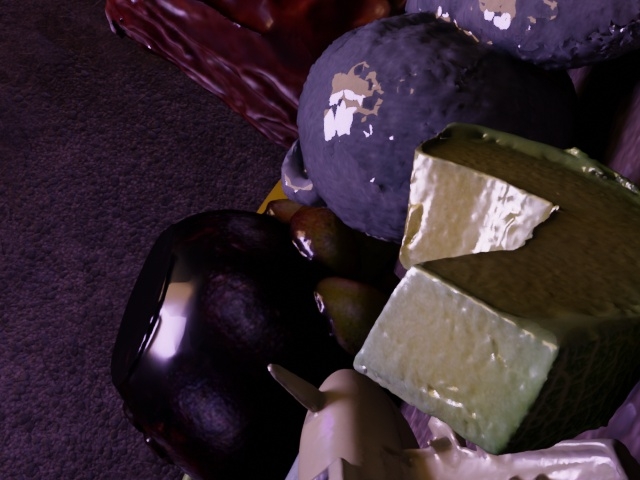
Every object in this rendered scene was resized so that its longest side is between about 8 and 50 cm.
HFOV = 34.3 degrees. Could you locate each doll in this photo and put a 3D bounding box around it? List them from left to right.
[{"bbox_3d":[0.130,-0.131,0.616,0.340,0.158,0.246,-52,34,-4],"label":"doll"}]

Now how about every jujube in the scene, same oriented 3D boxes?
[{"bbox_3d":[0.001,-0.163,0.820,0.216,0.342,0.216,-161,90,-89],"label":"jujube"}]

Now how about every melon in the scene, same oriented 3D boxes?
[{"bbox_3d":[0.077,0.013,0.404,0.209,0.118,0.064,-46,-31,-64],"label":"melon"}]

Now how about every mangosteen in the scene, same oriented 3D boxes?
[{"bbox_3d":[-0.047,0.075,0.894,0.287,0.233,0.288,-156,90,-81],"label":"mangosteen"}]

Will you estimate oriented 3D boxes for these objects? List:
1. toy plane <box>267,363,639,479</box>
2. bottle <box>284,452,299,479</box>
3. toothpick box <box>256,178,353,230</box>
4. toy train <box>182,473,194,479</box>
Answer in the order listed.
[{"bbox_3d":[0.018,0.124,0.406,0.229,0.092,0.244,-43,28,18],"label":"toy plane"},{"bbox_3d":[0.005,0.202,0.472,0.270,0.083,0.083,-78,12,-54],"label":"bottle"},{"bbox_3d":[0.000,0.000,1.254,0.271,0.175,0.175,-66,2,-48],"label":"toothpick box"},{"bbox_3d":[-0.116,0.298,1.336,0.237,0.150,0.369,-51,16,55],"label":"toy train"}]
